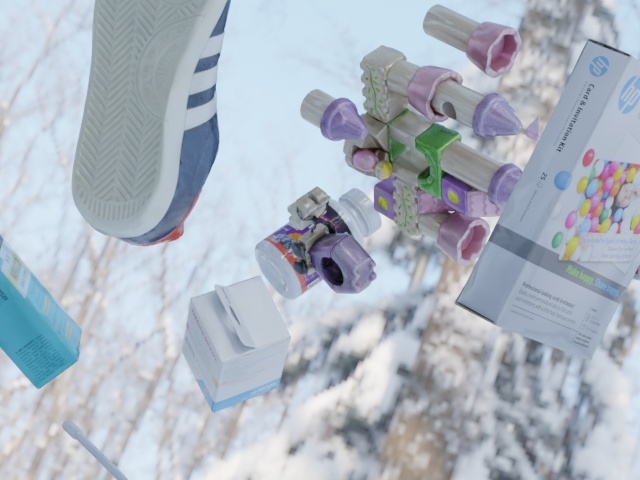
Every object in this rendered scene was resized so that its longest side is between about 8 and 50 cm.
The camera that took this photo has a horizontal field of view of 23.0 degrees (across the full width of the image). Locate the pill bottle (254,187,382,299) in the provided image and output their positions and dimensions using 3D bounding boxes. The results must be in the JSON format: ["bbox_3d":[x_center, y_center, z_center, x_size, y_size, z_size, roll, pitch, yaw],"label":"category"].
[{"bbox_3d":[0.000,0.000,2.506,0.108,0.193,0.108,46,-22,24],"label":"pill bottle"}]

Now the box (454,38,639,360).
[{"bbox_3d":[0.176,-0.021,1.029,0.038,0.186,0.145,28,3,36],"label":"box"}]

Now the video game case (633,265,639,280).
[{"bbox_3d":[0.413,-0.095,2.115,0.025,0.285,0.204,7,2,-14],"label":"video game case"}]

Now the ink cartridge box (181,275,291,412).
[{"bbox_3d":[-0.096,0.115,1.803,0.090,0.092,0.143,-19,-26,-21],"label":"ink cartridge box"}]

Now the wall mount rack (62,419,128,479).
[{"bbox_3d":[-0.358,0.398,2.156,0.350,0.304,0.130,-16,-14,-37],"label":"wall mount rack"}]

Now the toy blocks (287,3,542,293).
[{"bbox_3d":[0.154,-0.078,1.925,0.260,0.309,0.288,32,-36,35],"label":"toy blocks"}]

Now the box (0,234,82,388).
[{"bbox_3d":[-0.363,0.043,1.740,0.244,0.060,0.100,52,6,-18],"label":"box"}]

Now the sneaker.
[{"bbox_3d":[-0.147,-0.160,1.532,0.131,0.350,0.148,11,-11,19],"label":"sneaker"}]
